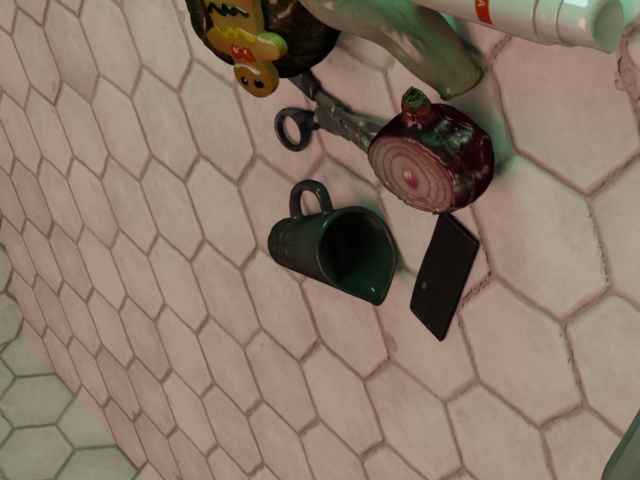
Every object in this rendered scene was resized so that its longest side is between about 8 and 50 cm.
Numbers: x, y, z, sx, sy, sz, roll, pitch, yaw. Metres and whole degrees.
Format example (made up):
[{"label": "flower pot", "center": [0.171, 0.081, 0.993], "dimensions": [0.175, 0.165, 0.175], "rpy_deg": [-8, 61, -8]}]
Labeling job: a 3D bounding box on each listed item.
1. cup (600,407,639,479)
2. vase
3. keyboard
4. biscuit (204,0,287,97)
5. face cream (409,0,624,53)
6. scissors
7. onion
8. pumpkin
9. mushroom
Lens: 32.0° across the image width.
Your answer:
[{"label": "cup", "center": [0.506, 0.253, 1.465], "dimensions": [0.327, 0.236, 0.323], "rpy_deg": [100, 164, -47]}, {"label": "vase", "center": [0.000, 0.000, 2.127], "dimensions": [0.301, 0.156, 0.251], "rpy_deg": [5, 120, 63]}, {"label": "keyboard", "center": [0.202, 0.104, 1.997], "dimensions": [0.103, 0.041, 0.381], "rpy_deg": [47, 140, 27]}, {"label": "biscuit", "center": [-0.127, -0.328, 1.789], "dimensions": [0.158, 0.035, 0.240], "rpy_deg": [15, 138, 37]}, {"label": "face cream", "center": [0.253, -0.329, 1.501], "dimensions": [0.345, 0.102, 0.102], "rpy_deg": [29, 136, 45]}, {"label": "scissors", "center": [0.024, -0.226, 2.012], "dimensions": [0.383, 0.029, 0.256], "rpy_deg": [34, 138, 44]}, {"label": "onion", "center": [0.170, -0.155, 1.704], "dimensions": [0.195, 0.140, 0.218], "rpy_deg": [31, 150, 45]}, {"label": "pumpkin", "center": [-0.093, -0.417, 1.857], "dimensions": [0.320, 0.192, 0.320], "rpy_deg": [24, 141, 21]}, {"label": "mushroom", "center": [0.093, -0.335, 1.675], "dimensions": [0.351, 0.097, 0.109], "rpy_deg": [34, 102, 4]}]
